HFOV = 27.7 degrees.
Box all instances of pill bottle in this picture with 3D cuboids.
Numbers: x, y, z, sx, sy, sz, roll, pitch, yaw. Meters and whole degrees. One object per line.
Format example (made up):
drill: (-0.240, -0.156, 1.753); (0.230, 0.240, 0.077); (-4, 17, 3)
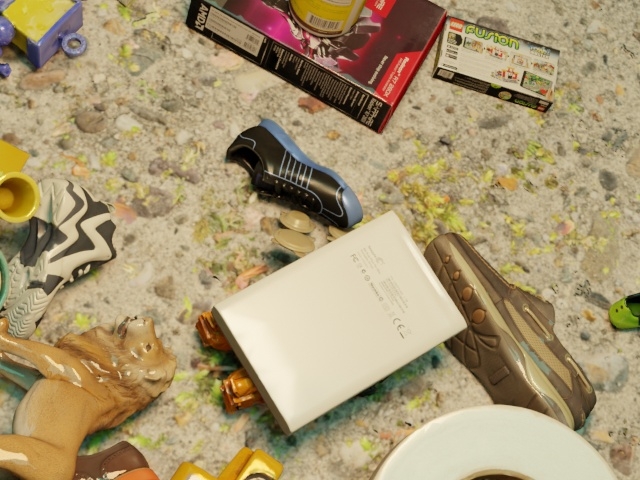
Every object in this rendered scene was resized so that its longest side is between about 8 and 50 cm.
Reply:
pill bottle: (0.028, -0.411, 1.968); (0.117, 0.215, 0.117); (6, 63, -13)

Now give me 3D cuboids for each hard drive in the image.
hard drive: (0.029, 0.110, 1.814); (0.308, 0.040, 0.203); (-28, 80, -23)

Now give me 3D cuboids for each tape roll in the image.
tape roll: (0.236, 0.420, 1.759); (0.392, 0.072, 0.392); (2, 75, -7)

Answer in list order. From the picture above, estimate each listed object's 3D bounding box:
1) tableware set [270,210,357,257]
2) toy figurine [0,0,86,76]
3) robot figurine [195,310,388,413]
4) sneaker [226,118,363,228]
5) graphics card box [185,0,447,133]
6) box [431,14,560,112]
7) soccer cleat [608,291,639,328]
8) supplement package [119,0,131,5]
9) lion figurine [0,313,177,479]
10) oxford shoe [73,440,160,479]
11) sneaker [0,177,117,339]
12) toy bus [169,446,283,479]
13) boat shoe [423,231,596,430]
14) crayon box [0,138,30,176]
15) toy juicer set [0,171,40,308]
tableware set: (0.000, 0.000, 1.929); (0.141, 0.020, 0.168); (21, 24, -2)
toy figurine: (-0.453, -0.338, 1.932); (0.217, 0.191, 0.362); (37, 62, -1)
robot figurine: (-0.019, 0.139, 1.863); (0.291, 0.085, 0.211); (-15, 70, -21)
sneaker: (-0.042, -0.086, 1.970); (0.232, 0.081, 0.090); (41, 59, 19)
graphics card box: (-0.004, -0.363, 2.112); (0.371, 0.094, 0.232); (30, 61, 2)
box: (0.298, -0.299, 2.194); (0.207, 0.036, 0.114); (17, 61, -7)
soccer cleat: (0.538, 0.099, 2.040); (0.179, 0.072, 0.060); (-12, 68, -20)
supplement package: (-0.348, -0.542, 2.043); (0.262, 0.204, 0.145); (39, 60, 6)
lion figurine: (-0.347, 0.233, 1.662); (0.240, 0.142, 0.392); (26, 45, -4)
oxford shoe: (-0.347, 0.344, 1.683); (0.271, 0.097, 0.098); (-18, 50, -27)
sneaker: (-0.355, 0.037, 1.821); (0.153, 0.094, 0.234); (15, 89, -51)
toy bus: (-0.181, 0.408, 1.675); (0.130, 0.108, 0.332); (32, 61, 4)
boat shoe: (0.280, 0.139, 1.935); (0.130, 0.132, 0.355); (-27, 82, -35)
crayon box: (-0.598, -0.098, 1.826); (0.319, 0.081, 0.202); (26, 61, -1)
toy juicer set: (-0.505, 0.042, 1.684); (0.209, 0.089, 0.329); (23, 78, -32)
